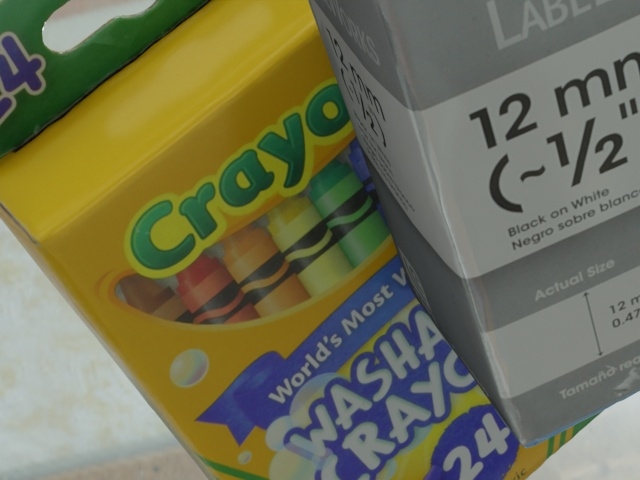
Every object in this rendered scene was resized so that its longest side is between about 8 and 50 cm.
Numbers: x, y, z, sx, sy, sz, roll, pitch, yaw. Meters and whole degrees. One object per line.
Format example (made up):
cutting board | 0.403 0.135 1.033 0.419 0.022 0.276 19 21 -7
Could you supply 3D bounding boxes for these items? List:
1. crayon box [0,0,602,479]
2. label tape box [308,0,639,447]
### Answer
crayon box | 0.000 0.000 0.685 0.203 0.083 0.323 -40 -55 -10
label tape box | 0.119 -0.123 0.531 0.249 0.115 0.347 -25 -49 -5
